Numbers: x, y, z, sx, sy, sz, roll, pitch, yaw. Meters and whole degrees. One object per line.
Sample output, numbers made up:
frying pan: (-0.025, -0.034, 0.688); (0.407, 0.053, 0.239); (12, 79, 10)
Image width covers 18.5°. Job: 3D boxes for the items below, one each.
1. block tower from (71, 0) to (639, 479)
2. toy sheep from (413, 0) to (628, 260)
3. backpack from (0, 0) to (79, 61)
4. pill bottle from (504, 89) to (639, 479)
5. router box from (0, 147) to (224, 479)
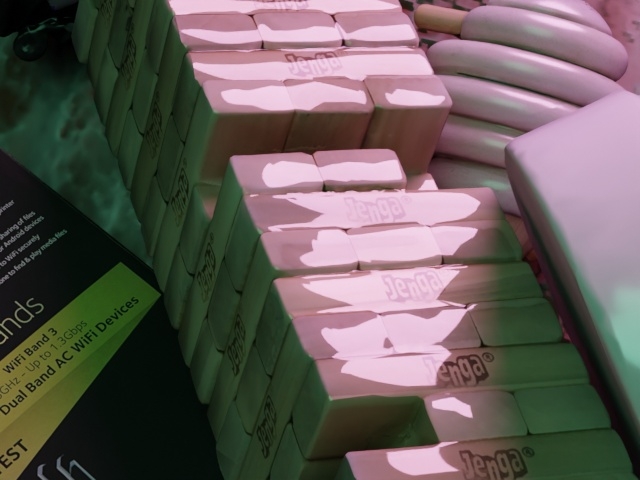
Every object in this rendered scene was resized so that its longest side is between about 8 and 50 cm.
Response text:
block tower: (0.000, 0.000, 0.665); (0.097, 0.091, 0.335); (-2, 47, -22)
toy sheep: (0.072, -0.049, 0.733); (0.091, 0.091, 0.132); (14, 93, 16)
backpack: (-0.069, -0.174, 0.791); (0.182, 0.115, 0.152); (-21, 65, 1)
pill bottle: (0.277, -0.030, 0.606); (0.407, 0.229, 0.229); (-23, 68, 3)
router box: (-0.158, 0.126, 0.672); (0.243, 0.081, 0.309); (38, 63, 21)
